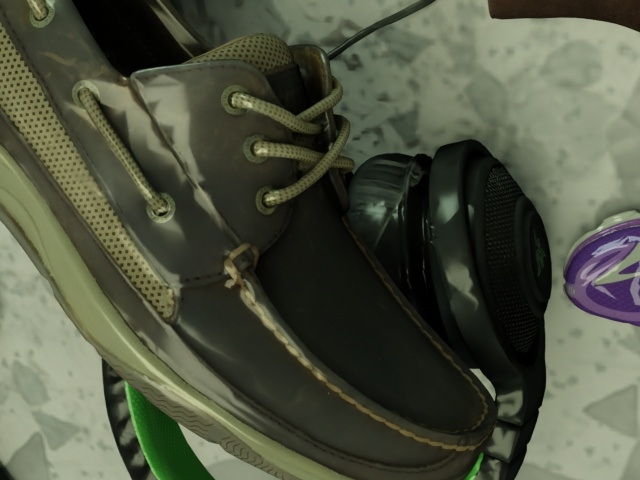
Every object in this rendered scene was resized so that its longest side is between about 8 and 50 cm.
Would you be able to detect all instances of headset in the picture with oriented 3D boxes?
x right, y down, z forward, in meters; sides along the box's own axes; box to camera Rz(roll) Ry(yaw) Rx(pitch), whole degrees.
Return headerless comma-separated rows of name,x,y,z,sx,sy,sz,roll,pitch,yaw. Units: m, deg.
headset,0.000,0.000,0.662,0.244,0.185,0.394,13,98,20

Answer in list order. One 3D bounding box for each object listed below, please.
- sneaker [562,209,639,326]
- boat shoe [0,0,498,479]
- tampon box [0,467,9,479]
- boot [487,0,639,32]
sneaker,0.205,0.027,0.646,0.170,0.071,0.068,7,113,23
boat shoe,-0.056,-0.031,0.548,0.355,0.132,0.130,41,115,2
tampon box,-0.326,0.164,0.918,0.101,0.120,0.161,-34,94,32
boot,0.177,-0.198,0.555,0.207,0.090,0.248,12,118,18
